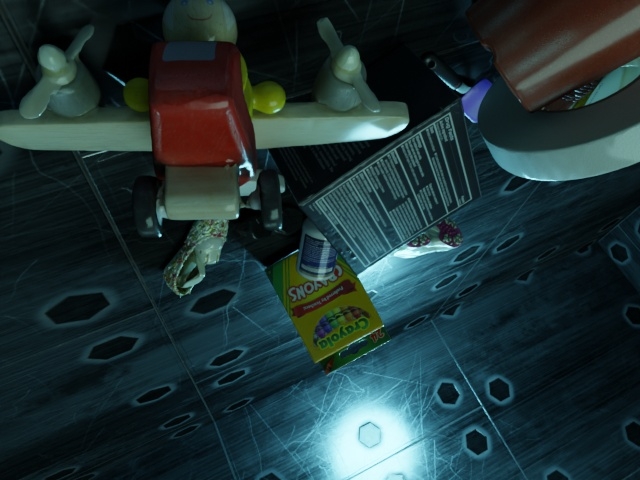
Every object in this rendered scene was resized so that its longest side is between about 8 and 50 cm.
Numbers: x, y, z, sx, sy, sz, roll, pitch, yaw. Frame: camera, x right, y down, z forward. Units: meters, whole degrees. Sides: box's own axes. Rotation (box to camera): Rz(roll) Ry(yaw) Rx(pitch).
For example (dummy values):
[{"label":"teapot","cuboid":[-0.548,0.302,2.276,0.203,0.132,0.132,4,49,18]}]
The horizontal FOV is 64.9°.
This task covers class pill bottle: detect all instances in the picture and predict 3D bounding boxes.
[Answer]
[{"label":"pill bottle","cuboid":[0.000,0.000,1.163,0.094,0.094,0.170,-11,125,-35]}]

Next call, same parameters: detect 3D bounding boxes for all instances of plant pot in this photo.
[{"label":"plant pot","cuboid":[0.388,-0.353,0.768,0.265,0.273,0.272,-33,157,29]}]

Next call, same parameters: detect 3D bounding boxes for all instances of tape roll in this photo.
[{"label":"tape roll","cuboid":[0.467,-0.261,0.863,0.391,0.392,0.072,-34,120,12]}]

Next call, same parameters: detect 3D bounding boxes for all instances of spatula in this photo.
[{"label":"spatula","cuboid":[0.276,-0.304,0.991,0.084,0.030,0.296,-43,152,27]}]

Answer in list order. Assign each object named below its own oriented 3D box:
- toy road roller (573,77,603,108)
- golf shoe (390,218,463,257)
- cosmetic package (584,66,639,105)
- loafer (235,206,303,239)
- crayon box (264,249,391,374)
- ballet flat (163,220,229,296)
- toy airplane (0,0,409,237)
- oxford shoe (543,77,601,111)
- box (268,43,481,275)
[{"label":"toy road roller","cuboid":[0.756,-0.361,1.159,0.329,0.202,0.241,-33,149,-41]},{"label":"golf shoe","cuboid":[0.310,-0.007,1.544,0.306,0.116,0.140,1,154,-38]},{"label":"cosmetic package","cuboid":[0.653,-0.273,0.908,0.160,0.113,0.309,-58,-164,3]},{"label":"loafer","cuboid":[-0.106,-0.040,1.085,0.061,0.062,0.170,3,-171,41]},{"label":"crayon box","cuboid":[0.023,0.163,1.277,0.202,0.319,0.081,-30,177,2]},{"label":"ballet flat","cuboid":[-0.246,0.032,1.034,0.091,0.077,0.241,-2,144,-43]},{"label":"toy airplane","cuboid":[-0.133,-0.156,0.623,0.384,0.273,0.386,1,-172,38]},{"label":"oxford shoe","cuboid":[0.532,-0.353,1.119,0.130,0.122,0.348,-50,168,-40]},{"label":"box","cuboid":[0.107,-0.130,0.918,0.293,0.183,0.296,-32,146,5]}]
